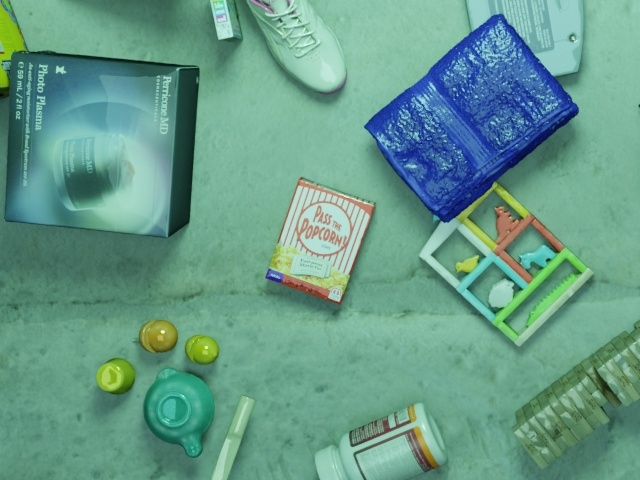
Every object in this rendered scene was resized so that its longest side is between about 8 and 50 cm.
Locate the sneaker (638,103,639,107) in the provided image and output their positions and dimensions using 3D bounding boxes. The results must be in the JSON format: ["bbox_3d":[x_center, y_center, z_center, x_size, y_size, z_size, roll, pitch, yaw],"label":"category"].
[{"bbox_3d":[0.582,-0.182,1.844,0.098,0.083,0.223,23,97,23],"label":"sneaker"}]

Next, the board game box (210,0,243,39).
[{"bbox_3d":[-0.163,-0.394,1.831,0.026,0.154,0.103,-12,98,4],"label":"board game box"}]

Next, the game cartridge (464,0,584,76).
[{"bbox_3d":[0.345,-0.417,1.829,0.196,0.060,0.294,-10,99,11],"label":"game cartridge"}]

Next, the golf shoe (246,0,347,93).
[{"bbox_3d":[-0.062,-0.379,1.833,0.115,0.140,0.306,-35,96,9],"label":"golf shoe"}]

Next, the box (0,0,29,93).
[{"bbox_3d":[-0.682,-0.300,1.831,0.279,0.290,0.177,-17,98,9],"label":"box"}]

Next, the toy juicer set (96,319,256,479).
[{"bbox_3d":[-0.240,0.285,1.995,0.329,0.089,0.209,40,88,7],"label":"toy juicer set"}]

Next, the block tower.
[{"bbox_3d":[0.496,0.263,1.908,0.335,0.097,0.091,-39,94,9],"label":"block tower"}]

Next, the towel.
[{"bbox_3d":[0.254,-0.203,1.812,0.308,0.076,0.227,-41,95,11],"label":"towel"}]

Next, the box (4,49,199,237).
[{"bbox_3d":[-0.379,-0.173,1.879,0.294,0.183,0.296,5,100,3],"label":"box"}]

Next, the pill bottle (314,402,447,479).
[{"bbox_3d":[0.109,0.390,1.952,0.221,0.121,0.121,-25,96,10],"label":"pill bottle"}]

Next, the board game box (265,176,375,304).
[{"bbox_3d":[0.000,0.000,1.937,0.147,0.045,0.193,19,101,2],"label":"board game box"}]

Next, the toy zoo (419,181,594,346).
[{"bbox_3d":[0.314,0.025,1.916,0.293,0.030,0.192,43,101,-3],"label":"toy zoo"}]
